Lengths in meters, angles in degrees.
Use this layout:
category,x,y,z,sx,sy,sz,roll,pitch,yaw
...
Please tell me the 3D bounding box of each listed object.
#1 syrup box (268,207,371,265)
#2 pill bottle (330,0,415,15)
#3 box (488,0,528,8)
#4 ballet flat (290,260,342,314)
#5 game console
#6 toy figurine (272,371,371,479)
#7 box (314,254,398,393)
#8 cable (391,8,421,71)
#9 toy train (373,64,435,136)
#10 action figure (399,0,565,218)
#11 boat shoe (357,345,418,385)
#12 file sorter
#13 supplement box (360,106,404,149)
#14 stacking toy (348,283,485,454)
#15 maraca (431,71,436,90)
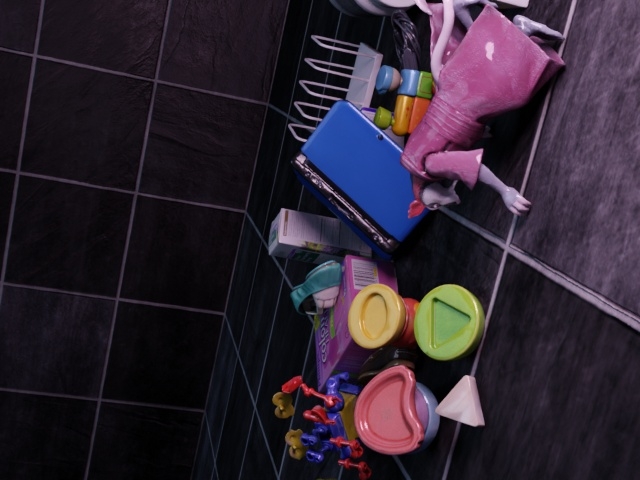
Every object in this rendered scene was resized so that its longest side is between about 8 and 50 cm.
category,x,y,z,sx,sy,sz,roll,pitch,yaw
syrup box,0.000,0.000,2.029,0.093,0.237,0.096,131,146,-61
pill bottle,0.137,-0.636,1.982,0.361,0.204,0.204,-131,52,-71
box,0.316,-0.501,1.458,0.130,0.091,0.170,-132,53,-71
ballet flat,0.000,0.116,1.849,0.087,0.083,0.247,71,158,11
game console,0.097,-0.121,1.775,0.173,0.293,0.250,-46,-7,-2
toy figurine,0.073,0.409,1.752,0.191,0.217,0.362,-4,111,41
box,0.079,0.193,1.851,0.243,0.117,0.213,115,159,-46
cable,0.196,-0.427,1.875,0.150,0.047,0.184,-91,-12,-78
toy train,0.172,-0.233,1.722,0.105,0.143,0.248,-155,75,-75
action figure,0.218,-0.198,1.336,0.370,0.276,0.248,-62,26,15
boat shoe,0.139,0.247,1.695,0.207,0.073,0.073,140,141,-57
file sorter,0.034,-0.406,2.282,0.193,0.173,0.277,-117,40,-65
supplement box,0.124,-0.180,1.929,0.111,0.114,0.220,133,142,-62
stacking toy,0.196,0.225,1.483,0.279,0.130,0.309,-15,66,39
maraca,0.258,-0.287,1.544,0.127,0.099,0.185,-89,-11,-65
